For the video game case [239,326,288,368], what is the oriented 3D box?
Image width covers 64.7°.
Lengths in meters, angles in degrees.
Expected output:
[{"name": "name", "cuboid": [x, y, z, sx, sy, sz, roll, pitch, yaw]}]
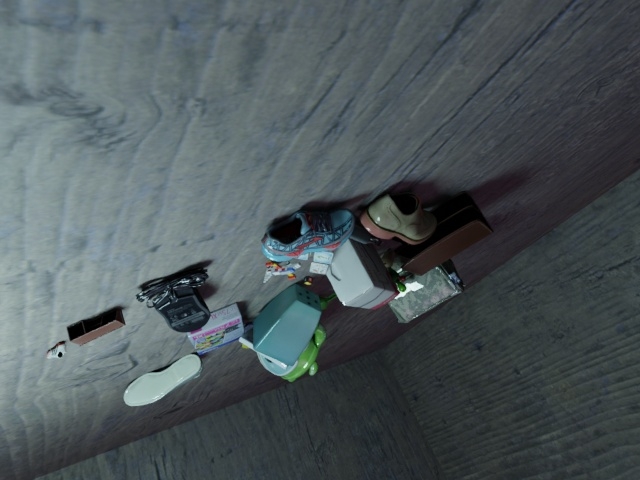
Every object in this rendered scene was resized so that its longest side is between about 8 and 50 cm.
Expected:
[{"name": "video game case", "cuboid": [-0.177, 0.383, 1.880, 0.023, 0.201, 0.183, -66, 168, 19]}]

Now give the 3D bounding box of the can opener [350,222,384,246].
[{"name": "can opener", "cuboid": [0.122, -0.036, 1.512, 0.280, 0.074, 0.093, 10, 104, -60]}]

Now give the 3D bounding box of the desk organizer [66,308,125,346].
[{"name": "desk organizer", "cuboid": [-0.582, 0.222, 1.311, 0.130, 0.047, 0.050, -25, 157, -4]}]

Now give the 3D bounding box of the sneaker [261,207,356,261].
[{"name": "sneaker", "cuboid": [-0.023, -0.025, 1.298, 0.262, 0.104, 0.125, -21, 157, -13]}]

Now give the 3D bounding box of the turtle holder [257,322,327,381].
[{"name": "turtle holder", "cuboid": [-0.121, 0.431, 2.061, 0.228, 0.243, 0.320, 34, 152, -27]}]

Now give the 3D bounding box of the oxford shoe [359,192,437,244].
[{"name": "oxford shoe", "cuboid": [0.270, -0.072, 1.508, 0.348, 0.123, 0.130, -2, 143, -50]}]

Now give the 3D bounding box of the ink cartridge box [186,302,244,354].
[{"name": "ink cartridge box", "cuboid": [-0.366, 0.324, 1.790, 0.186, 0.065, 0.311, -20, 160, -14]}]

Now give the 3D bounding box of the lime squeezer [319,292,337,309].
[{"name": "lime squeezer", "cuboid": [-0.018, 0.240, 2.027, 0.311, 0.059, 0.109, -9, 123, -34]}]

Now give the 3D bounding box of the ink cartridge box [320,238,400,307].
[{"name": "ink cartridge box", "cuboid": [0.126, 0.104, 1.627, 0.117, 0.207, 0.283, -34, 158, 16]}]

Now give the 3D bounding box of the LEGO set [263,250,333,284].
[{"name": "LEGO set", "cuboid": [-0.069, 0.080, 1.456, 0.183, 0.060, 0.244, 10, 155, -2]}]

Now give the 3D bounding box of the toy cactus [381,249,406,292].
[{"name": "toy cactus", "cuboid": [0.223, 0.107, 1.856, 0.180, 0.219, 0.112, -61, 156, -29]}]

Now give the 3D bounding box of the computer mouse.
[{"name": "computer mouse", "cuboid": [-0.380, 0.163, 1.388, 0.189, 0.072, 0.272, -20, 146, -11]}]

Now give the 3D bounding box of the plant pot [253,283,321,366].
[{"name": "plant pot", "cuboid": [-0.106, 0.285, 1.785, 0.166, 0.165, 0.234, 30, 112, -21]}]

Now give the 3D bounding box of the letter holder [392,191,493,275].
[{"name": "letter holder", "cuboid": [0.396, -0.027, 1.719, 0.302, 0.151, 0.214, -35, 156, 22]}]

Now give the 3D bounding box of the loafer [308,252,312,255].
[{"name": "loafer", "cuboid": [0.000, 0.000, 1.487, 0.125, 0.039, 0.045, -28, 126, -3]}]

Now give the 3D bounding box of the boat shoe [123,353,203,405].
[{"name": "boat shoe", "cuboid": [-0.606, 0.558, 1.984, 0.320, 0.116, 0.099, -28, 156, -9]}]

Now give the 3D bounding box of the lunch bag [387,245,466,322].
[{"name": "lunch bag", "cuboid": [0.385, 0.154, 1.979, 0.305, 0.255, 0.213, -36, 157, 24]}]

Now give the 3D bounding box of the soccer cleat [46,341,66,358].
[{"name": "soccer cleat", "cuboid": [-0.716, 0.307, 1.370, 0.083, 0.035, 0.029, -36, 157, 25]}]

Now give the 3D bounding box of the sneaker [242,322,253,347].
[{"name": "sneaker", "cuboid": [-0.286, 0.365, 1.997, 0.053, 0.059, 0.144, 9, 132, -9]}]
